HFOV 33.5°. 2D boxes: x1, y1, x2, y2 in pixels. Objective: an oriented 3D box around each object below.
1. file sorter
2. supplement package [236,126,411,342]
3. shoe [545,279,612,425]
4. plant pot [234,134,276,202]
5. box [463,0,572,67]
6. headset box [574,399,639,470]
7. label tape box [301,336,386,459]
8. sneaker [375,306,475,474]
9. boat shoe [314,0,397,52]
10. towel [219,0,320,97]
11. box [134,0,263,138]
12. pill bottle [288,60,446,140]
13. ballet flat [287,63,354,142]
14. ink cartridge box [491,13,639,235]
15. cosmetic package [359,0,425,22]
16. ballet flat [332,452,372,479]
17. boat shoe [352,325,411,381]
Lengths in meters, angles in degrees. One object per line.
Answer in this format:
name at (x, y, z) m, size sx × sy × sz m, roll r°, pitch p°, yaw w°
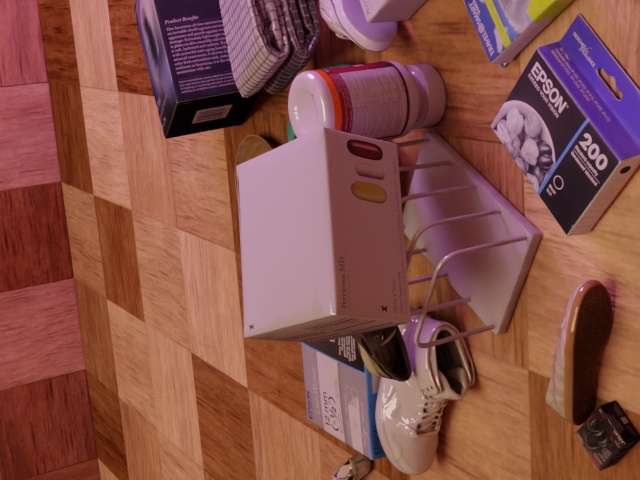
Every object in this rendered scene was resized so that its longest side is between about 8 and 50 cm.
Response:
file sorter at (0.157, -0.003, 1.595) m, size 0.277 × 0.173 × 0.192 m, roll 52°, pitch 141°, yaw 40°
supplement package at (0.000, 0.000, 1.508) m, size 0.204 × 0.145 × 0.261 m, roll -19°, pitch 71°, yaw 47°
shoe at (0.338, 0.147, 1.423) m, size 0.058 × 0.077 × 0.219 m, roll 32°, pitch 130°, yaw 47°
plant pot at (-0.112, -0.102, 2.191) m, size 0.236 × 0.032 × 0.236 m, roll 31°, pitch 126°, yaw 53°
box at (0.259, -0.319, 1.427) m, size 0.178 × 0.042 × 0.109 m, roll -44°, pitch 61°, yaw 56°
headset box at (0.384, 0.265, 1.430) m, size 0.062 × 0.032 × 0.083 m, roll 61°, pitch 145°, yaw 29°
label tape box at (0.038, 0.224, 1.959) m, size 0.348 × 0.115 × 0.249 m, roll 16°, pitch 114°, yaw 57°
sneaker at (0.173, 0.262, 1.734) m, size 0.169 × 0.108 × 0.292 m, roll 14°, pitch 111°, yaw 62°
boat shoe at (0.051, -0.375, 1.747) m, size 0.084 × 0.095 × 0.258 m, roll 102°, pitch 154°, yaw -43°
towel at (-0.096, -0.414, 1.843) m, size 0.235 × 0.121 × 0.283 m, roll 152°, pitch 107°, yaw -72°
box at (-0.253, -0.388, 2.123) m, size 0.296 × 0.183 × 0.294 m, roll 145°, pitch 112°, yaw -74°
pill bottle at (0.073, -0.209, 1.616) m, size 0.121 × 0.221 × 0.121 m, roll 31°, pitch 127°, yaw 53°
ballet flat at (-0.005, -0.251, 1.896) m, size 0.247 × 0.083 × 0.087 m, roll 121°, pitch 144°, yaw -49°
ink cartridge box at (0.325, -0.147, 1.371) m, size 0.206 × 0.045 × 0.208 m, roll 62°, pitch 146°, yaw 29°
cosmetic package at (0.133, -0.428, 1.572) m, size 0.231 × 0.086 × 0.117 m, roll -41°, pitch 64°, yaw 57°
ballet flat at (0.049, 0.459, 2.087) m, size 0.057 × 0.052 × 0.168 m, roll 63°, pitch 148°, yaw 26°
boat shoe at (0.087, 0.136, 1.646) m, size 0.073 × 0.080 × 0.223 m, roll 18°, pitch 145°, yaw 43°
